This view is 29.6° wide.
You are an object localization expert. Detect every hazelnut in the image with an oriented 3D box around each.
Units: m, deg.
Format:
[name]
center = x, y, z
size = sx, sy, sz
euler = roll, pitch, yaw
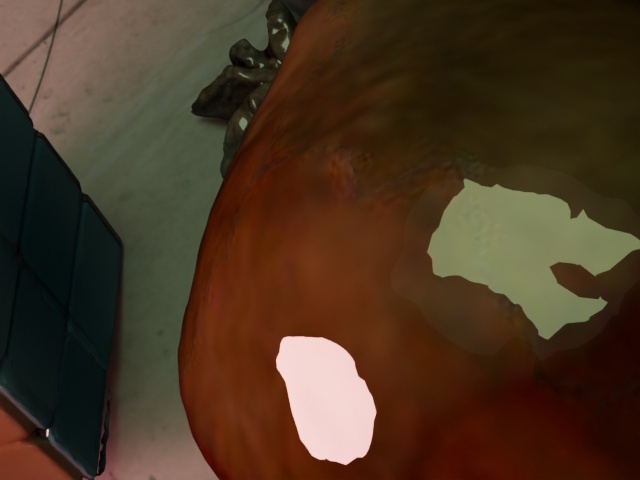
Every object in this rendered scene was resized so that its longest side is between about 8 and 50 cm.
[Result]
[hazelnut]
center = 0.105, 0.033, 0.605
size = 0.366, 0.366, 0.365
euler = -9, 61, 17

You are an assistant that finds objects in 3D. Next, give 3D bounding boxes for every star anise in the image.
[star anise]
center = -0.017, -0.121, 0.952
size = 0.182, 0.065, 0.195
euler = -38, 59, -1

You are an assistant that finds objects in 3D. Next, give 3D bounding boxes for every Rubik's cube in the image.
[Rubik's cube]
center = -0.291, 0.043, 0.863
size = 0.221, 0.224, 0.231
euler = -12, 51, 13
